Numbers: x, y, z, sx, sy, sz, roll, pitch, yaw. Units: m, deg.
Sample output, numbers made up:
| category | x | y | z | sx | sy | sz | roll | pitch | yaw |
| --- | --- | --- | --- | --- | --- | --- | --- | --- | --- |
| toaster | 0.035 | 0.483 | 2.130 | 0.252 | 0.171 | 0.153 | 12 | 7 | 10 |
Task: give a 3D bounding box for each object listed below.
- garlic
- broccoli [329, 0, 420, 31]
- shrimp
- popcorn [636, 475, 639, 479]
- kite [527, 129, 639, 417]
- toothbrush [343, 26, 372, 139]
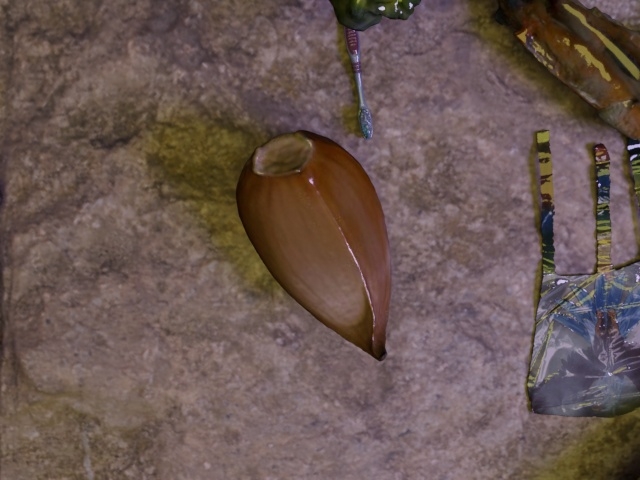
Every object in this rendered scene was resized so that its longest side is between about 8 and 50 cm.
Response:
| category | x | y | z | sx | sy | sz | roll | pitch | yaw |
| --- | --- | --- | --- | --- | --- | --- | --- | --- | --- |
| garlic | 0.008 | -0.005 | 0.568 | 0.115 | 0.128 | 0.207 | -38 | 106 | -34 |
| broccoli | 0.027 | -0.329 | 0.411 | 0.323 | 0.272 | 0.334 | 18 | 134 | -1 |
| shrimp | 0.263 | -0.186 | 0.534 | 0.254 | 0.059 | 0.145 | 40 | 93 | -2 |
| popcorn | 0.416 | 0.277 | 0.579 | 0.249 | 0.190 | 0.251 | 1 | 94 | 11 |
| kite | 0.268 | 0.039 | 0.612 | 0.169 | 0.015 | 0.310 | -15 | 102 | 6 |
| toothbrush | 0.028 | -0.189 | 0.569 | 0.013 | 0.019 | 0.194 | -9 | 101 | 5 |
